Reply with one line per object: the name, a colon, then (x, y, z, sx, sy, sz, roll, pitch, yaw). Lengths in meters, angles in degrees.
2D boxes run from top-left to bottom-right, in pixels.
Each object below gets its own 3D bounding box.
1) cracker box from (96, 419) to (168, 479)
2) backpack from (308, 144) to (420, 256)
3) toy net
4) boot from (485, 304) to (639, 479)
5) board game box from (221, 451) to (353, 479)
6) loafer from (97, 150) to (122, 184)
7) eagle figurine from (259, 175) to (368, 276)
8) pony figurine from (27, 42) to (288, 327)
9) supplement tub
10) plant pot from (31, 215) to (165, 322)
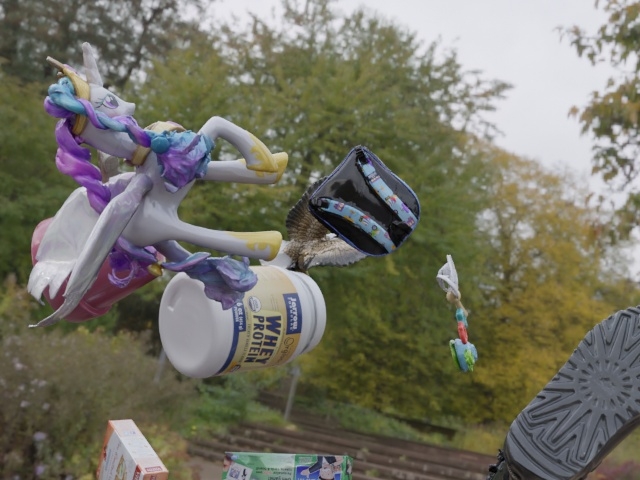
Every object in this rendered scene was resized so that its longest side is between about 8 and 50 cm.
cracker box: (-0.442, 0.543, 1.815, 0.067, 0.156, 0.232, 6, 16, -38)
backpack: (0.083, -0.058, 1.382, 0.173, 0.158, 0.117, 40, -6, 2)
toy net: (0.260, 0.144, 1.532, 0.045, 0.232, 0.122, -16, -11, 17)
boot: (0.413, 0.318, 1.261, 0.146, 0.367, 0.445, 50, -17, 30)
board game box: (-0.086, 0.602, 1.798, 0.317, 0.214, 0.046, -4, -23, 22)
loafer: (-0.440, -0.143, 1.623, 0.039, 0.045, 0.125, 42, -33, 23)
eagle figurine: (0.006, -0.006, 2.052, 0.226, 0.225, 0.298, 36, -45, -9)
pony figurine: (-0.237, -0.040, 1.047, 0.363, 0.351, 0.303, 21, -4, -29)
supplement tub: (-0.163, 0.168, 1.693, 0.228, 0.228, 0.316, -4, -2, 44)
plant pot: (-0.392, 0.030, 1.424, 0.180, 0.201, 0.201, -18, -23, 9)
